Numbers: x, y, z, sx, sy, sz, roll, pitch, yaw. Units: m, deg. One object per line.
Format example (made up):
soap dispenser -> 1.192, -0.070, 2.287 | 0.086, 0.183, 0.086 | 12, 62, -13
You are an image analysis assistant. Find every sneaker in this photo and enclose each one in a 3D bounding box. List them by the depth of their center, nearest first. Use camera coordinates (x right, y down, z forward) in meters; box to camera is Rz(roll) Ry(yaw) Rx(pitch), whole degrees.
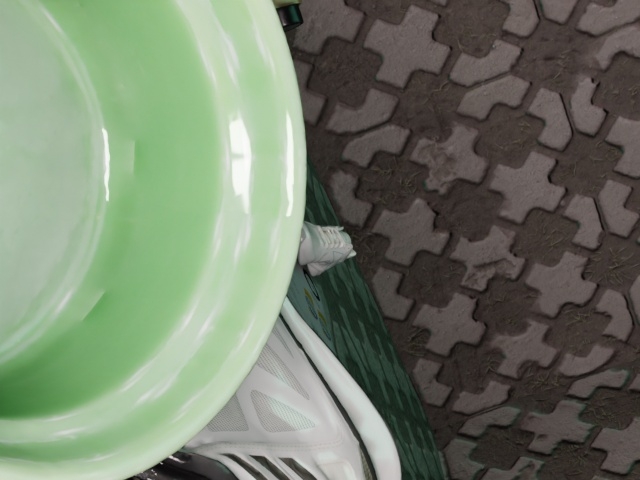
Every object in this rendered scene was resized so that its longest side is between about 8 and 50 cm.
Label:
sneaker -> -0.121, 0.055, 0.818 | 0.447, 0.169, 0.257 | 51, 15, 5
sneaker -> 0.000, 0.000, 1.336 | 0.152, 0.061, 0.053 | 40, 32, -76

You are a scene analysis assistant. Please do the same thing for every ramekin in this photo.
ramekin -> -0.158, -0.038, 0.593 | 0.303, 0.148, 0.303 | -2, 93, -51

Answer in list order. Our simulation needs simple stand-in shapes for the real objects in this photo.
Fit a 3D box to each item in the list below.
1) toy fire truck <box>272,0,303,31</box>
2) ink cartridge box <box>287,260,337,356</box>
toy fire truck -> -0.181, -0.340, 1.784 | 0.246, 0.217, 0.158 | -18, -85, 55
ink cartridge box -> -0.079, 0.103, 1.259 | 0.270, 0.151, 0.395 | 62, 11, -49
